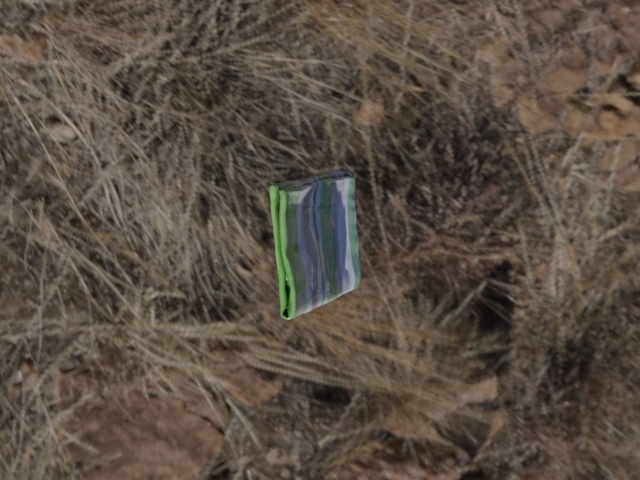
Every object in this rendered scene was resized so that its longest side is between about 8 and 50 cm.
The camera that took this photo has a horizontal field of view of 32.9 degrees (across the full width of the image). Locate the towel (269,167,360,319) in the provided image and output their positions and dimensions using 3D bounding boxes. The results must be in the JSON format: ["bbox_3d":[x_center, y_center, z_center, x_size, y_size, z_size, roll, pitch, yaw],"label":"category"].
[{"bbox_3d":[0.000,0.000,0.922,0.023,0.152,0.113,-4,97,22],"label":"towel"}]
